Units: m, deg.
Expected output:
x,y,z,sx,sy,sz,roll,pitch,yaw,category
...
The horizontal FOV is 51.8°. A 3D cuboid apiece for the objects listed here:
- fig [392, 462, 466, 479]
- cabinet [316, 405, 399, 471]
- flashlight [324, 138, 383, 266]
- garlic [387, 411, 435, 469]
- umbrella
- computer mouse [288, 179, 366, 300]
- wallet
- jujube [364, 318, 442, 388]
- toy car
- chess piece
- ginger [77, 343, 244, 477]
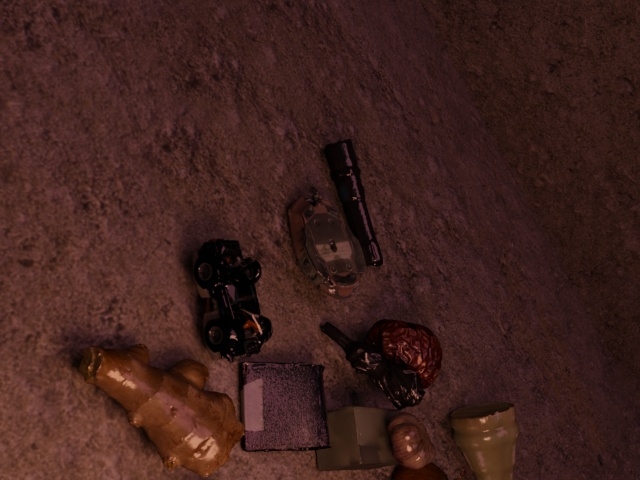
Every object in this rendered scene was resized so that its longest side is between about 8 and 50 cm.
x,y,z,sx,sy,sz,roll,pitch,yaw,category
0.310,0.717,1.923,0.149,0.202,0.148,67,34,-69,fig
0.106,0.533,1.769,0.206,0.150,0.145,19,56,-45,cabinet
0.113,-0.115,2.113,0.103,0.103,0.424,-10,81,-51,flashlight
0.229,0.524,1.719,0.159,0.102,0.147,48,24,-41,garlic
0.142,0.341,1.841,0.340,0.118,0.118,37,36,16,umbrella
-0.003,0.004,1.917,0.199,0.115,0.389,-2,63,-40,computer mouse
-0.090,0.418,1.660,0.262,0.071,0.221,12,65,-39,wallet
0.252,0.343,1.971,0.232,0.213,0.213,20,58,-29,jujube
-0.218,0.140,1.592,0.193,0.118,0.301,1,72,-59,toy car
0.574,0.775,2.179,0.234,0.234,0.442,-2,81,-50,chess piece
-0.309,0.313,1.374,0.236,0.166,0.375,-48,117,-39,ginger
